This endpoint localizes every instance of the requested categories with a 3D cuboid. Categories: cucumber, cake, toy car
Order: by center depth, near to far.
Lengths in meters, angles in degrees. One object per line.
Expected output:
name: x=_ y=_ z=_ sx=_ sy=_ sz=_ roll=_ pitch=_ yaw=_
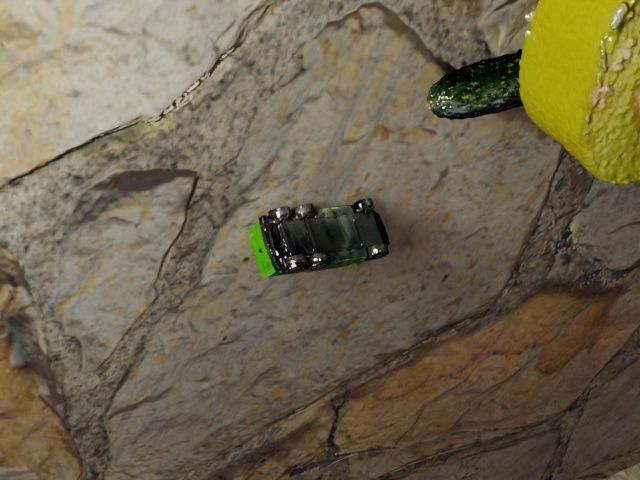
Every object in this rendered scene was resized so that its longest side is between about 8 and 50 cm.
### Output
cake: x=0.307 y=-0.189 z=1.711 sx=0.179 sy=0.156 sz=0.260 roll=-15 pitch=129 yaw=-28
cucumber: x=0.208 y=-0.169 z=1.805 sx=0.245 sy=0.067 sz=0.067 roll=-16 pitch=153 yaw=-22
toy car: x=0.000 y=0.000 z=1.907 sx=0.165 sy=0.071 sz=0.062 roll=-8 pitch=164 yaw=-38
